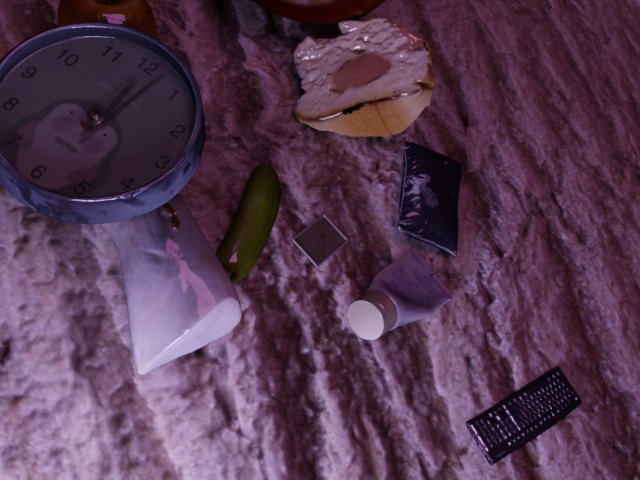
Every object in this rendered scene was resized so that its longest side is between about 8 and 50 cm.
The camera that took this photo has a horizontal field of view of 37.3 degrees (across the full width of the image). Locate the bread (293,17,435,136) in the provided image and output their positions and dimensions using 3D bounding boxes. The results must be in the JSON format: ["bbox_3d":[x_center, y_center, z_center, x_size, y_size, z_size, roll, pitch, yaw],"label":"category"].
[{"bbox_3d":[0.091,-0.305,1.706,0.224,0.211,0.183,7,66,-31],"label":"bread"}]

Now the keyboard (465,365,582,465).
[{"bbox_3d":[0.351,0.295,1.611,0.250,0.017,0.087,-21,72,-36],"label":"keyboard"}]

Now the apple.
[{"bbox_3d":[-0.349,-0.333,1.533,0.163,0.147,0.146,30,47,7],"label":"apple"}]

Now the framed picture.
[{"bbox_3d":[0.000,0.000,1.604,0.066,0.006,0.089,47,52,3],"label":"framed picture"}]

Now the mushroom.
[{"bbox_3d":[-0.273,-0.018,1.395,0.177,0.126,0.397,-26,74,-14],"label":"mushroom"}]

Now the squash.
[{"bbox_3d":[-0.114,-0.020,1.517,0.069,0.069,0.258,28,54,-11],"label":"squash"}]

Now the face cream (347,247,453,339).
[{"bbox_3d":[0.136,0.094,1.598,0.114,0.070,0.224,52,40,7],"label":"face cream"}]

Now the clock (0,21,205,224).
[{"bbox_3d":[-0.323,-0.176,1.361,0.319,0.066,0.318,4,61,-8],"label":"clock"}]

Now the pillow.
[{"bbox_3d":[0.201,-0.081,1.734,0.141,0.055,0.208,24,54,-24],"label":"pillow"}]

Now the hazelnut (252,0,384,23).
[{"bbox_3d":[-0.021,-0.590,1.738,0.409,0.359,0.359,30,52,-7],"label":"hazelnut"}]
